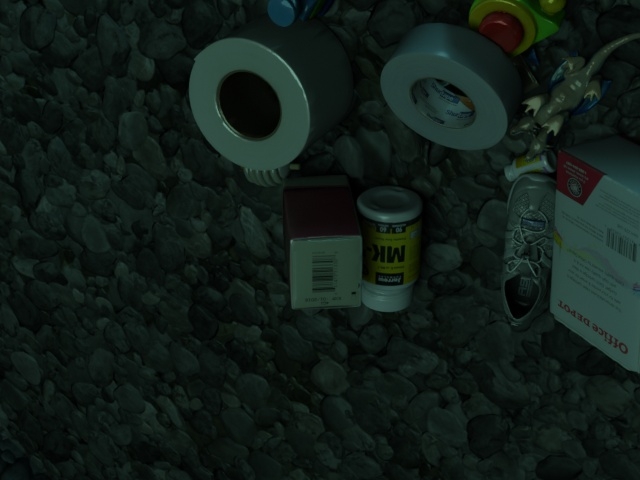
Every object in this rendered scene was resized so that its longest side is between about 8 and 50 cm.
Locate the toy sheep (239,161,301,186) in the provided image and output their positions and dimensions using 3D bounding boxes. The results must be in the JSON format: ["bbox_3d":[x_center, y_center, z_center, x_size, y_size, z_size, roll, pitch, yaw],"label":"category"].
[{"bbox_3d":[-0.095,-0.143,2.218,0.132,0.091,0.091,3,118,34],"label":"toy sheep"}]

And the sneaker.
[{"bbox_3d":[0.359,0.020,2.000,0.105,0.115,0.281,6,123,13],"label":"sneaker"}]

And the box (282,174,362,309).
[{"bbox_3d":[0.000,0.000,2.126,0.127,0.232,0.148,-3,120,-4],"label":"box"}]

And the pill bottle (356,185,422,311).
[{"bbox_3d":[0.123,0.017,2.153,0.119,0.119,0.208,14,123,24],"label":"pill bottle"}]

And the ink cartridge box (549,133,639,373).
[{"bbox_3d":[0.480,0.016,1.867,0.226,0.131,0.306,41,143,51],"label":"ink cartridge box"}]

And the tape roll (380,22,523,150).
[{"bbox_3d":[0.208,-0.242,1.888,0.219,0.072,0.219,23,153,13],"label":"tape roll"}]

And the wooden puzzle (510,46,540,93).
[{"bbox_3d":[0.313,-0.269,1.941,0.116,0.014,0.078,-18,110,37],"label":"wooden puzzle"}]

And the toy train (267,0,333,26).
[{"bbox_3d":[-0.100,-0.460,1.998,0.248,0.143,0.105,40,129,6],"label":"toy train"}]

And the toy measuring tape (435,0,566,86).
[{"bbox_3d":[0.250,-0.331,1.884,0.330,0.121,0.121,-24,102,47],"label":"toy measuring tape"}]

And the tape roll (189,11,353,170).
[{"bbox_3d":[-0.085,-0.265,2.085,0.246,0.169,0.246,15,123,25],"label":"tape roll"}]

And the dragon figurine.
[{"bbox_3d":[0.397,-0.239,1.857,0.085,0.144,0.289,43,111,5],"label":"dragon figurine"}]

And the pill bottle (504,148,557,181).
[{"bbox_3d":[0.350,-0.124,1.980,0.083,0.043,0.043,-17,106,37],"label":"pill bottle"}]
